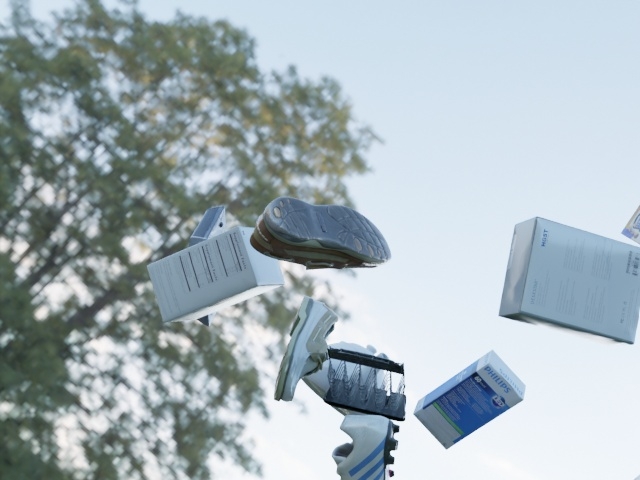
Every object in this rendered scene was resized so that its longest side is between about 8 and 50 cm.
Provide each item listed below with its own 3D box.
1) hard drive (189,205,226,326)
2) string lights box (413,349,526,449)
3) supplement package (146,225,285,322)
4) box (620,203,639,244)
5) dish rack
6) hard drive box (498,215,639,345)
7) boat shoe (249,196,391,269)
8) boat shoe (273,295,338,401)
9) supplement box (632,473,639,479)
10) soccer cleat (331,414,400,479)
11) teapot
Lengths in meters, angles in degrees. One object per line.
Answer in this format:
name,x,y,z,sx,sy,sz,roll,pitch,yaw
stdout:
hard drive,-0.270,0.060,2.227,0.054,0.172,0.254,8,-57,8
string lights box,0.378,0.407,2.350,0.260,0.077,0.133,-40,-85,26
supplement package,-0.225,0.074,1.992,0.139,0.244,0.133,2,68,-65
box,0.655,-0.023,1.818,0.028,0.081,0.136,28,9,-17
dish rack,0.106,0.337,2.189,0.208,0.074,0.271,10,-27,11
hard drive box,0.459,0.077,1.672,0.232,0.181,0.089,16,-12,-12
boat shoe,0.000,0.000,1.826,0.324,0.123,0.116,17,-44,-36
boat shoe,-0.030,0.261,2.192,0.103,0.302,0.113,21,-42,-3
supplement box,0.924,0.685,2.491,0.129,0.194,0.191,45,-65,15
soccer cleat,0.094,0.527,2.070,0.143,0.116,0.331,9,-66,11
teapot,0.081,0.355,2.461,0.256,0.187,0.252,29,-17,35
